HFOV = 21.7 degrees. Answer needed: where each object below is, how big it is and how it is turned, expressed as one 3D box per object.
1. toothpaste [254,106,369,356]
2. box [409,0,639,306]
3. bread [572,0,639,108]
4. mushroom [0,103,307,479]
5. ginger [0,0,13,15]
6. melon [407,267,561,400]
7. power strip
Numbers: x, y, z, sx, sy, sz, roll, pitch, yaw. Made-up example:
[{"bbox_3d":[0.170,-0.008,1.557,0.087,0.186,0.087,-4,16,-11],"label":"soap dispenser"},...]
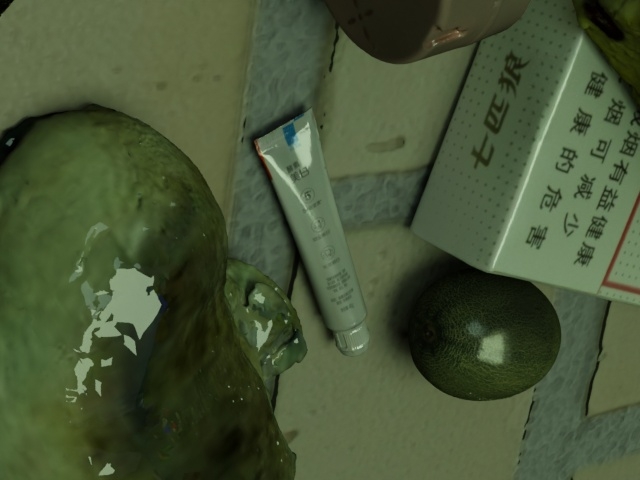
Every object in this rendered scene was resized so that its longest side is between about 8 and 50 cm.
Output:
[{"bbox_3d":[0.000,0.000,1.131,0.048,0.031,0.190,-32,125,-20],"label":"toothpaste"},{"bbox_3d":[0.239,-0.060,1.253,0.330,0.095,0.210,13,102,-41],"label":"box"},{"bbox_3d":[0.295,-0.066,1.140,0.077,0.138,0.361,-50,132,-8],"label":"bread"},{"bbox_3d":[-0.105,0.091,1.021,0.247,0.130,0.344,-22,125,-25],"label":"mushroom"},{"bbox_3d":[-0.203,-0.116,0.853,0.133,0.107,0.309,21,94,-30],"label":"ginger"},{"bbox_3d":[0.121,0.069,1.219,0.130,0.098,0.098,10,105,-42],"label":"melon"},{"bbox_3d":[0.057,-0.188,1.001,0.078,0.154,0.154,-22,124,-27],"label":"power strip"}]
